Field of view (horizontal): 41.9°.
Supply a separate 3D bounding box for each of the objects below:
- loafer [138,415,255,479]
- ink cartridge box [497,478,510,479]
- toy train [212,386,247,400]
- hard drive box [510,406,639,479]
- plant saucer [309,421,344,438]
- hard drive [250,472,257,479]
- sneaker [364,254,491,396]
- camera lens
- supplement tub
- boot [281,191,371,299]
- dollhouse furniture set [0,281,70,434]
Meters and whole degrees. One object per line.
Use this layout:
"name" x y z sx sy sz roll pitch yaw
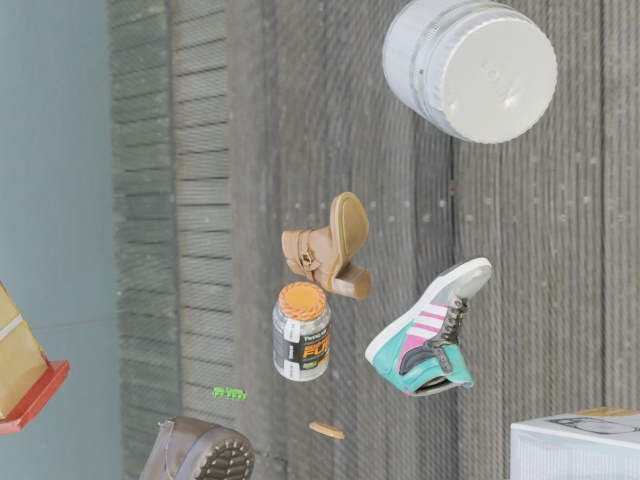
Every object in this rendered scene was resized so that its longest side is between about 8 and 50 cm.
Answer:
"loafer" -0.208 0.383 1.055 0.130 0.134 0.366 29 89 44
"ink cartridge box" 0.356 0.322 0.992 0.223 0.224 0.045 179 92 -67
"toy train" -0.211 0.357 1.955 0.017 0.083 0.024 123 152 -51
"hard drive box" 0.321 0.217 0.764 0.232 0.181 0.089 -1 87 46
"plant saucer" 0.015 0.428 1.890 0.083 0.083 0.013 14 83 44
"hard drive" -0.115 0.480 1.493 0.203 0.040 0.307 57 171 18
"sneaker" 0.234 0.179 1.524 0.295 0.124 0.178 -45 58 13
"camera lens" 0.239 -0.294 1.394 0.274 0.219 0.219 -123 46 -63
"supplement tub" -0.038 0.182 1.678 0.117 0.117 0.190 41 145 36
"boot" 0.000 0.000 1.347 0.152 0.073 0.197 19 128 37
"dollhouse furniture set" -0.412 0.151 0.752 0.152 0.374 0.201 -12 113 21
